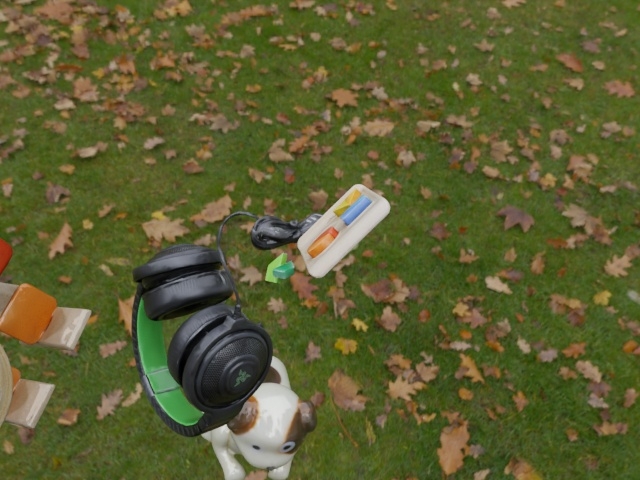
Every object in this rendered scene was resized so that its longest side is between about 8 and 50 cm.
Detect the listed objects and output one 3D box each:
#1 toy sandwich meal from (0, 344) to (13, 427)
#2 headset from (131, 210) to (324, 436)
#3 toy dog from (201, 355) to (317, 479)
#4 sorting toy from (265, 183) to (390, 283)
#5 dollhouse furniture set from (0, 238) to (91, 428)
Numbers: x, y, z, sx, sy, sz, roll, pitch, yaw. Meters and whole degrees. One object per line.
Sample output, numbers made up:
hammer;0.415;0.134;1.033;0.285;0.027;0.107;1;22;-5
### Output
toy sandwich meal;-0.183;0.072;0.254;0.086;0.029;0.085;14;59;-24
headset;-0.138;0.102;0.790;0.185;0.394;0.243;-9;57;-42
toy dog;-0.147;0.471;1.573;0.285;0.408;0.395;18;86;-15
sorting toy;0.000;0.000;0.330;0.083;0.012;0.062;-44;18;3
dollhouse furniture set;-0.327;0.092;0.422;0.135;0.262;0.259;-3;56;34
